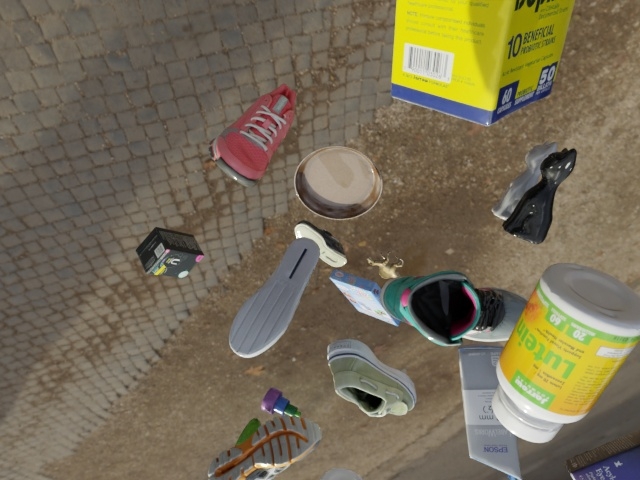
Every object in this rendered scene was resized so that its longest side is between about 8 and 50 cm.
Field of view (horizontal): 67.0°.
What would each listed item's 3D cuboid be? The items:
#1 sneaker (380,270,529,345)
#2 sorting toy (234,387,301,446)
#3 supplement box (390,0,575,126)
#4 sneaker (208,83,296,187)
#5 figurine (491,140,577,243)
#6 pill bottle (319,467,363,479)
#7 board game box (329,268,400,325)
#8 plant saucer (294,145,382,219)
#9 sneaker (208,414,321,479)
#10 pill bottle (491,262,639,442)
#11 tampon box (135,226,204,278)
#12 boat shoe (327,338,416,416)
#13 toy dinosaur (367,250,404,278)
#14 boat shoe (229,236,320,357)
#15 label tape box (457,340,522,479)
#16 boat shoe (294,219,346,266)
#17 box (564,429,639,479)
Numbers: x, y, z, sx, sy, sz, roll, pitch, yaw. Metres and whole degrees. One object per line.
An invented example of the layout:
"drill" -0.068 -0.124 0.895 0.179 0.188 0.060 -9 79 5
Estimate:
"sneaker" 0.261 0.120 0.835 0.295 0.124 0.178 8 178 -1
"sorting toy" -0.156 0.553 1.212 0.366 0.126 0.127 -57 160 -37
"supplement box" 0.244 -0.382 0.698 0.194 0.195 0.357 -29 134 -33
"sneaker" -0.121 -0.227 0.952 0.115 0.314 0.136 35 123 -17
"figurine" 0.489 -0.124 1.094 0.092 0.215 0.210 22 111 1
"pill bottle" 0.043 0.649 1.138 0.111 0.112 0.187 -4 109 -26
"board game box" 0.140 0.175 1.467 0.039 0.160 0.211 -58 136 -18
"plant saucer" 0.064 -0.208 1.710 0.310 0.050 0.311 4 130 4
"sneaker" -0.090 0.378 0.848 0.214 0.084 0.083 -28 132 10
"pill bottle" 0.336 0.167 0.687 0.136 0.136 0.246 -4 124 -26
"tampon box" -0.489 0.042 1.575 0.120 0.101 0.161 -45 151 18
"boat shoe" 0.100 0.294 0.945 0.109 0.094 0.302 -19 137 28
"toy dinosaur" 0.256 0.101 1.725 0.093 0.183 0.053 -54 171 1
"boat shoe" -0.099 0.150 1.211 0.335 0.121 0.119 -54 167 -17
"label tape box" 0.403 0.425 1.165 0.115 0.348 0.249 -4 171 16
"boat shoe" 0.000 0.000 1.601 0.084 0.079 0.233 -25 133 32
"box" 0.593 0.452 0.892 0.207 0.153 0.108 -32 159 13
